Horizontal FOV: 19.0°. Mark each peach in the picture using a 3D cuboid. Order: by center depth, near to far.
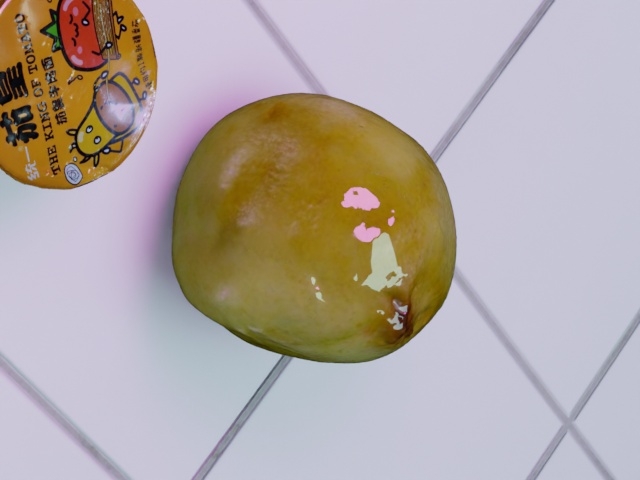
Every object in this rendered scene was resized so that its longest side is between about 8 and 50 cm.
[{"bbox_3d":[-0.002,-0.007,2.130,0.314,0.316,0.281,-63,148,-21],"label":"peach"}]

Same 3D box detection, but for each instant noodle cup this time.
[{"bbox_3d":[-0.296,-0.168,1.908,0.216,0.172,0.215,-12,109,-39],"label":"instant noodle cup"}]
